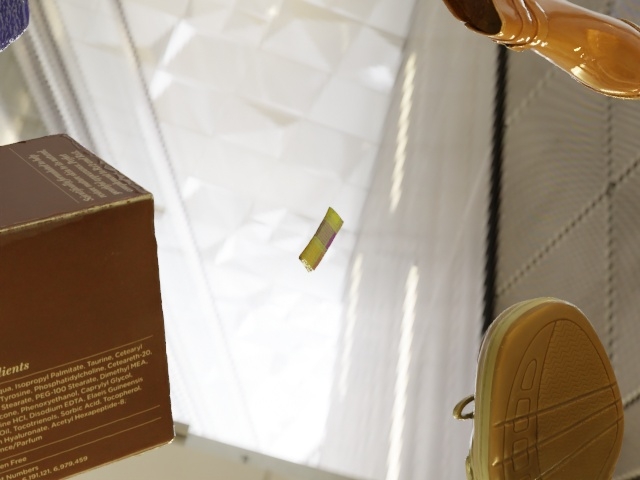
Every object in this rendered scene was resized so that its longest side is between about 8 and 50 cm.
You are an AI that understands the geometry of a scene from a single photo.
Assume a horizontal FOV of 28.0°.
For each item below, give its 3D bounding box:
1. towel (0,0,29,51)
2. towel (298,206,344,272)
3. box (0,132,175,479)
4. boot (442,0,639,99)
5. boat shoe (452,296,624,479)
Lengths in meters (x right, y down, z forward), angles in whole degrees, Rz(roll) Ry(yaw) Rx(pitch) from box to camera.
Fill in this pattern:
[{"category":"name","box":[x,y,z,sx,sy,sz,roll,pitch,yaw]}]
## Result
[{"category":"towel","box":[-0.433,-0.284,1.454,0.308,0.076,0.227,-64,160,-55]},{"category":"towel","box":[0.000,0.000,1.672,0.083,0.009,0.060,-59,156,-8]},{"category":"box","box":[-0.220,0.053,0.930,0.168,0.167,0.203,32,-50,52]},{"category":"boot","box":[0.205,-0.187,1.162,0.197,0.152,0.073,34,-69,31]},{"category":"boat shoe","box":[0.141,0.157,0.865,0.089,0.105,0.285,42,-34,56]}]
